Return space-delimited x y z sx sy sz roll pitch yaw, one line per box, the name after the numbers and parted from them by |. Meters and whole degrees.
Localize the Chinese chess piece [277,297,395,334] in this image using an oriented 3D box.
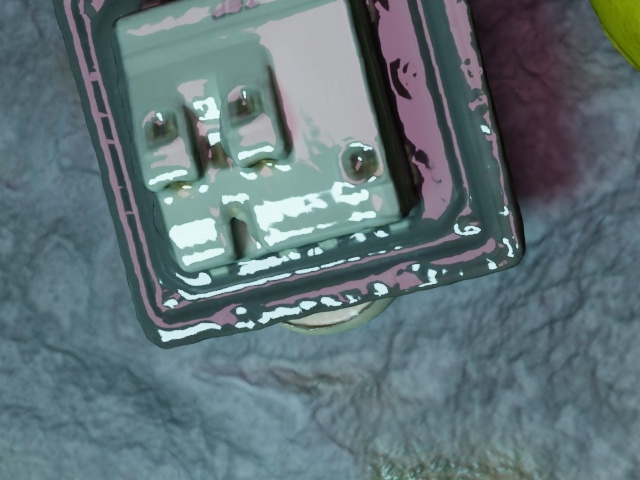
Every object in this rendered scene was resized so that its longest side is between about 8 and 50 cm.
0.000 0.000 1.070 0.122 0.051 0.122 0 88 15 | Chinese chess piece

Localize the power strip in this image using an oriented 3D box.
-0.027 -0.078 1.003 0.257 0.092 0.251 -15 86 15 | power strip

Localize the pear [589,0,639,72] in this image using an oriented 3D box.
0.279 -0.199 0.858 0.284 0.336 0.285 2 78 -9 | pear
